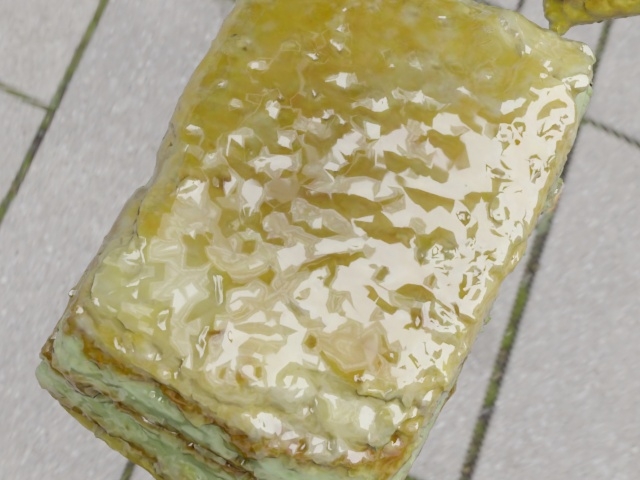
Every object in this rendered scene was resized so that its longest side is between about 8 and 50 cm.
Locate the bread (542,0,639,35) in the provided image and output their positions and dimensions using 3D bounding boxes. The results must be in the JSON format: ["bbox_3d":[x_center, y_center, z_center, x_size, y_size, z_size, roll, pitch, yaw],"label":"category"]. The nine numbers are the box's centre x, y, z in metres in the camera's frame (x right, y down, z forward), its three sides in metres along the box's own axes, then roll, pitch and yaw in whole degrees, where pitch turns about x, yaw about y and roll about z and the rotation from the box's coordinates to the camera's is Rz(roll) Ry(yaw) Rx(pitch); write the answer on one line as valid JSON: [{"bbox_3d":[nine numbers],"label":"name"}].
[{"bbox_3d":[0.168,-0.163,0.649,0.172,0.103,0.132,-7,47,19],"label":"bread"}]

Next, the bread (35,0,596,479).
[{"bbox_3d":[0.000,0.000,0.563,0.138,0.102,0.196,27,67,13],"label":"bread"}]
